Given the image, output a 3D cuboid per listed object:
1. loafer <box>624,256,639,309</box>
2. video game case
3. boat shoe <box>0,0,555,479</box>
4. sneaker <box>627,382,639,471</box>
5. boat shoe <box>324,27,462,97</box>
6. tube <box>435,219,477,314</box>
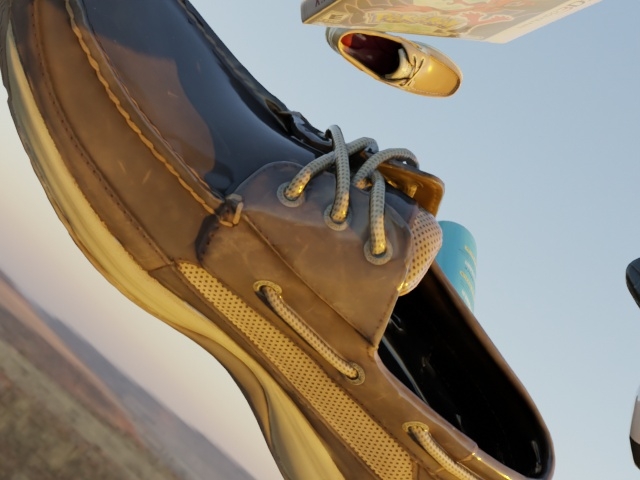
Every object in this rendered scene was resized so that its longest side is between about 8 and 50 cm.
[{"bbox_3d":[0.355,0.089,1.029,0.170,0.062,0.061,54,-10,24],"label":"loafer"},{"bbox_3d":[0.113,-0.189,0.807,0.201,0.023,0.183,0,-6,-27],"label":"video game case"},{"bbox_3d":[0.000,0.000,0.500,0.130,0.132,0.355,-20,-61,31],"label":"boat shoe"},{"bbox_3d":[0.210,-0.020,0.396,0.124,0.295,0.178,7,-77,41],"label":"sneaker"},{"bbox_3d":[0.067,-0.157,0.949,0.135,0.050,0.045,19,24,-15],"label":"boat shoe"},{"bbox_3d":[0.086,0.054,0.754,0.207,0.052,0.080,-77,149,-61],"label":"tube"}]
